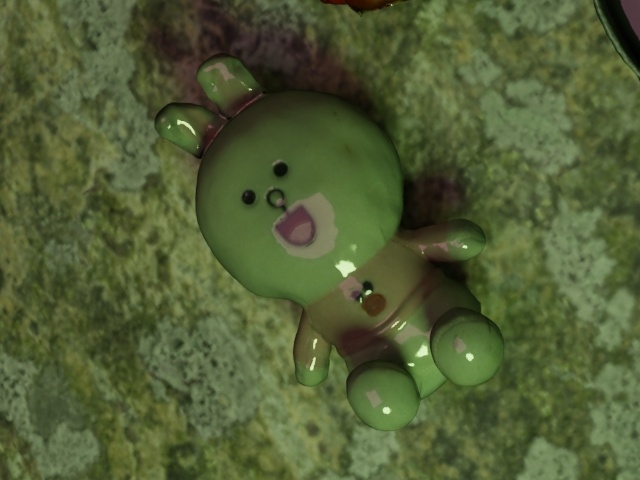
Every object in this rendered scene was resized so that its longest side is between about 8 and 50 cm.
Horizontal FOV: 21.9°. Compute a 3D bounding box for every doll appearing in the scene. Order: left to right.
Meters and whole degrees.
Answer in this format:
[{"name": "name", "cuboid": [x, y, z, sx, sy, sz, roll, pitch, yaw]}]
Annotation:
[{"name": "doll", "cuboid": [0.007, 0.003, 1.050, 0.155, 0.113, 0.275, -45, 70, 14]}]

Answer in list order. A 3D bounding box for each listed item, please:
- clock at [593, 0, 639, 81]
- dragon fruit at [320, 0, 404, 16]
[{"name": "clock", "cuboid": [0.286, -0.182, 0.916, 0.280, 0.055, 0.281, 4, 98, 25]}, {"name": "dragon fruit", "cuboid": [0.025, -0.246, 0.950, 0.224, 0.224, 0.227, -16, 95, 26]}]
